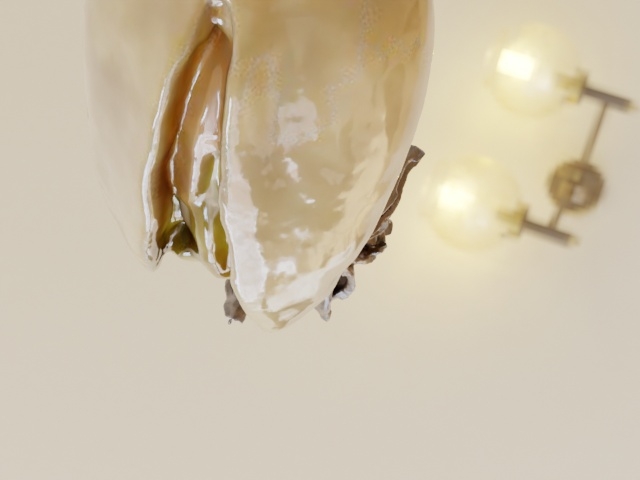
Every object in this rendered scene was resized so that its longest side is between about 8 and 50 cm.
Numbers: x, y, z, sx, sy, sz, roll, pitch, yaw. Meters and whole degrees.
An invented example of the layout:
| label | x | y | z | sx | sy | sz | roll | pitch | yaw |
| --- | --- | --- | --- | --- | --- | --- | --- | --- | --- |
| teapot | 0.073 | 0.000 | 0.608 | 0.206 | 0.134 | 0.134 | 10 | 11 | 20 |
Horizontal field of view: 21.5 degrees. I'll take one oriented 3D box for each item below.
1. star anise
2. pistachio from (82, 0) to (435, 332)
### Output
| label | x | y | z | sx | sy | sz | roll | pitch | yaw |
| --- | --- | --- | --- | --- | --- | --- | --- | --- | --- |
| star anise | 0.008 | -0.013 | 1.274 | 0.172 | 0.063 | 0.208 | -55 | -19 | 13 |
| pistachio | -0.036 | -0.091 | 0.921 | 0.187 | 0.187 | 0.299 | -55 | -16 | -43 |
